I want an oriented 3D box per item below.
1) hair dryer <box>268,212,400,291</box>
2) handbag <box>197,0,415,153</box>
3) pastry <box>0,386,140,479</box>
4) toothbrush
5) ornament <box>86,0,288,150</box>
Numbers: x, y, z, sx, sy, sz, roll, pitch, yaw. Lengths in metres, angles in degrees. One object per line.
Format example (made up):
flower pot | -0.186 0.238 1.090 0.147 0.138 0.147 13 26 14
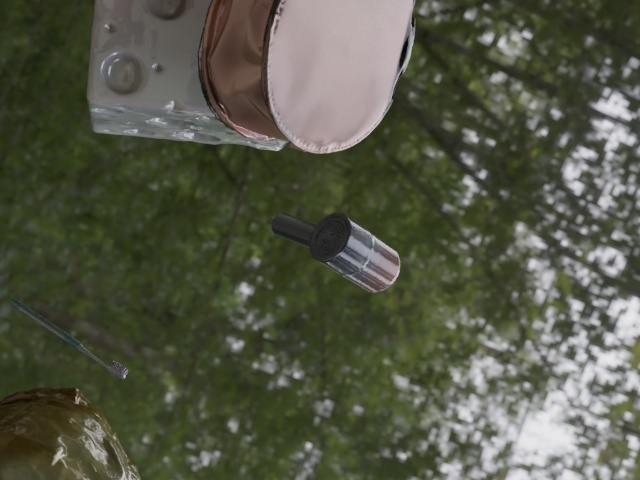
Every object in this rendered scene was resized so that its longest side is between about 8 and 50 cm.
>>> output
hair dryer | 0.000 0.000 0.982 0.114 0.063 0.037 21 -99 46
handbag | -0.012 -0.177 1.202 0.116 0.179 0.205 25 -75 46
pastry | -0.160 0.136 0.569 0.182 0.093 0.192 -35 -177 -15
toothbrush | -0.303 0.117 1.643 0.011 0.167 0.014 -58 178 41
ornament | -0.137 -0.245 1.563 0.239 0.240 0.239 158 -63 -81
